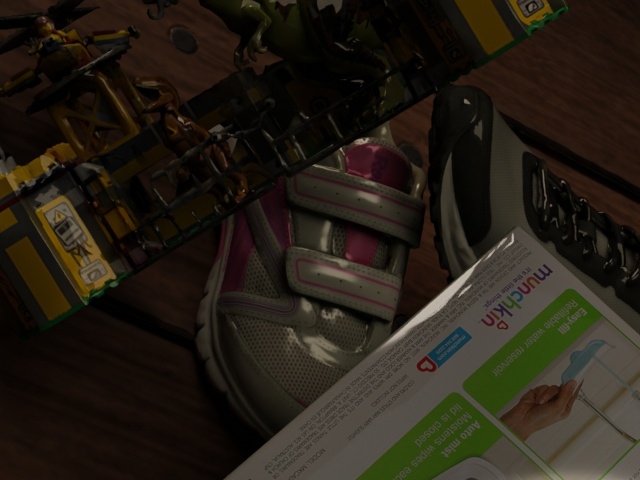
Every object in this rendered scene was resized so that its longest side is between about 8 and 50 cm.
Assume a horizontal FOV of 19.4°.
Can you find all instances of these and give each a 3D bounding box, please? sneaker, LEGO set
[{"bbox_3d":[0.000,0.000,0.988,0.103,0.111,0.252,14,53,-34],"label":"sneaker"},{"bbox_3d":[0.134,0.007,1.030,0.271,0.108,0.100,54,30,-41],"label":"sneaker"},{"bbox_3d":[-0.052,-0.119,0.850,0.192,0.331,0.255,58,22,-4],"label":"LEGO set"}]

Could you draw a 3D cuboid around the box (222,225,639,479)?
[{"bbox_3d":[0.075,0.164,0.823,0.231,0.127,0.262,42,60,14],"label":"box"}]
